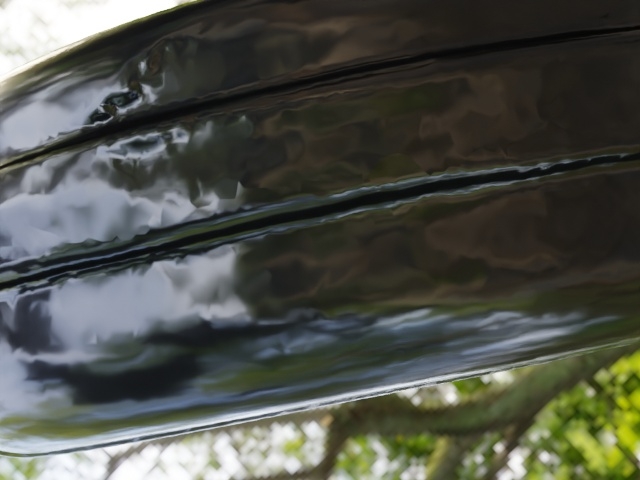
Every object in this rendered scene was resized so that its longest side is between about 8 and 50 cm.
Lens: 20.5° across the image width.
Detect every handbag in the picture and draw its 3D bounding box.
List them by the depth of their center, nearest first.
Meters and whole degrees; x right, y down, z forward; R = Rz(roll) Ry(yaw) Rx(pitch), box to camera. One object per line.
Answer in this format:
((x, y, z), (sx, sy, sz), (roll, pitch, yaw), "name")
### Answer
((0.000, 0.001, 0.499), (0.308, 0.254, 0.093), (146, 112, -77), "handbag")
